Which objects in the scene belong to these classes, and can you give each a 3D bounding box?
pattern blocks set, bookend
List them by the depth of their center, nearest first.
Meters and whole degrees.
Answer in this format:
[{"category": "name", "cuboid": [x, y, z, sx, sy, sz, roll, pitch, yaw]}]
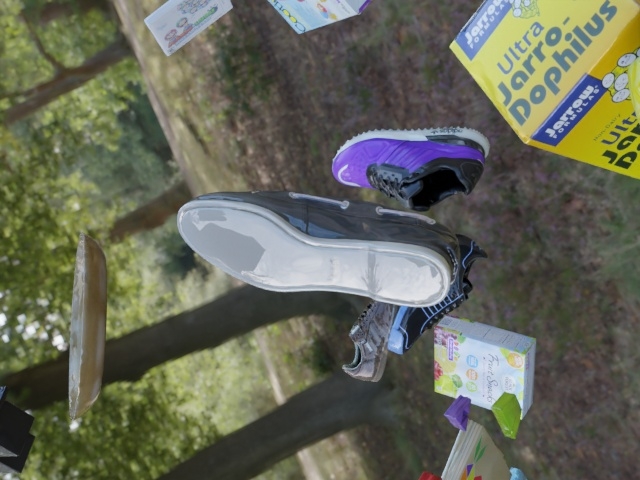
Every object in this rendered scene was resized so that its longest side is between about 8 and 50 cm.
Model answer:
[{"category": "pattern blocks set", "cuboid": [0.206, 0.338, 1.225, 0.026, 0.285, 0.325, 12, 143, 36]}, {"category": "bookend", "cuboid": [-0.466, 0.280, 1.298, 0.156, 0.157, 0.072, 48, -136, -42]}]

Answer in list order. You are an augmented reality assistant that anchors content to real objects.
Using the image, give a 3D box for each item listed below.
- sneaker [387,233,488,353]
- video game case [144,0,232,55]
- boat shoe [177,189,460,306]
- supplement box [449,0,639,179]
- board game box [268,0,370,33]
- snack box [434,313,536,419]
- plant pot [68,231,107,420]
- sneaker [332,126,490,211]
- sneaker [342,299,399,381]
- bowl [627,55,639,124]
[{"category": "sneaker", "cuboid": [0.194, 0.098, 1.493, 0.090, 0.232, 0.081, 28, -168, 15]}, {"category": "video game case", "cuboid": [-0.236, -0.412, 1.628, 0.019, 0.157, 0.143, 52, 177, 11]}, {"category": "boat shoe", "cuboid": [0.000, 0.000, 1.060, 0.095, 0.335, 0.112, -59, -23, -55]}, {"category": "supplement box", "cuboid": [0.376, -0.218, 1.120, 0.194, 0.356, 0.195, -53, 46, 30]}, {"category": "board game box", "cuboid": [0.008, -0.489, 1.622, 0.144, 0.142, 0.275, 44, 168, -21]}, {"category": "snack box", "cuboid": [0.347, 0.267, 1.908, 0.207, 0.070, 0.175, 13, 124, 30]}, {"category": "plant pot", "cuboid": [-0.295, 0.108, 1.138, 0.236, 0.032, 0.237, -177, 90, -71]}, {"category": "sneaker", "cuboid": [0.146, -0.117, 1.591, 0.102, 0.293, 0.146, 58, -144, -44]}, {"category": "sneaker", "cuboid": [0.088, 0.154, 1.564, 0.066, 0.071, 0.189, -145, 65, -78]}, {"category": "bowl", "cuboid": [0.445, -0.100, 0.854, 0.289, 0.289, 0.156, 161, 110, -80]}]
